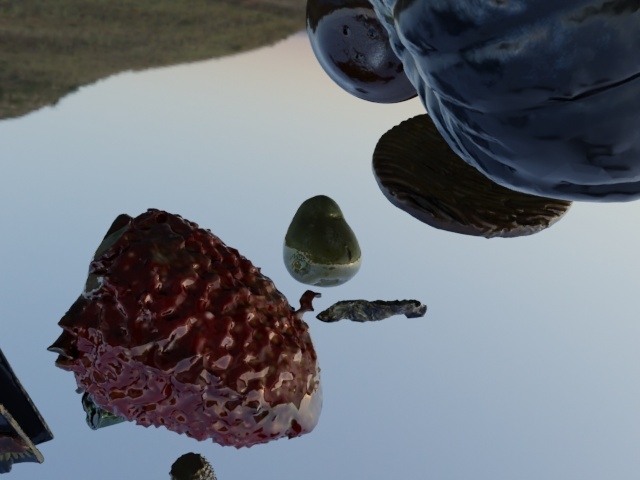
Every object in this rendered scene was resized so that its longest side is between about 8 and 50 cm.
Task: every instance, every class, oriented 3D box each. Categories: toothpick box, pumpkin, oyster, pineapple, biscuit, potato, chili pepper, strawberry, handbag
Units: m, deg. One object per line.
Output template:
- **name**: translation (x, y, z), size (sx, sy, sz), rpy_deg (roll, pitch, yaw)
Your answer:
- **toothpick box**: translation (0.108, -0.300, 1.005), size (0.192, 0.192, 0.294), rpy_deg (15, -140, 22)
- **pumpkin**: translation (0.164, -0.199, 0.550), size (0.266, 0.364, 0.363), rpy_deg (-25, -167, 6)
- **oyster**: translation (0.067, 0.088, 1.008), size (0.132, 0.029, 0.086), rpy_deg (-6, 174, 27)
- **pineapple**: translation (-0.197, 0.422, 1.358), size (0.074, 0.159, 0.074), rpy_deg (-12, -136, 12)
- **biscuit**: translation (0.236, -0.112, 1.235), size (0.317, 0.040, 0.318), rpy_deg (4, -141, -3)
- **potato**: translation (0.000, 0.000, 1.569), size (0.157, 0.194, 0.157), rpy_deg (-4, 153, -2)
- **chili pepper**: translation (-0.313, 0.280, 1.430), size (0.226, 0.059, 0.088), rpy_deg (2, -120, -45)
- **strawberry**: translation (-0.150, 0.112, 1.037), size (0.343, 0.292, 0.292), rpy_deg (14, -167, -8)
- **handbag**: translation (-0.687, 0.311, 1.450), size (0.303, 0.330, 0.122), rpy_deg (-11, -150, 15)
